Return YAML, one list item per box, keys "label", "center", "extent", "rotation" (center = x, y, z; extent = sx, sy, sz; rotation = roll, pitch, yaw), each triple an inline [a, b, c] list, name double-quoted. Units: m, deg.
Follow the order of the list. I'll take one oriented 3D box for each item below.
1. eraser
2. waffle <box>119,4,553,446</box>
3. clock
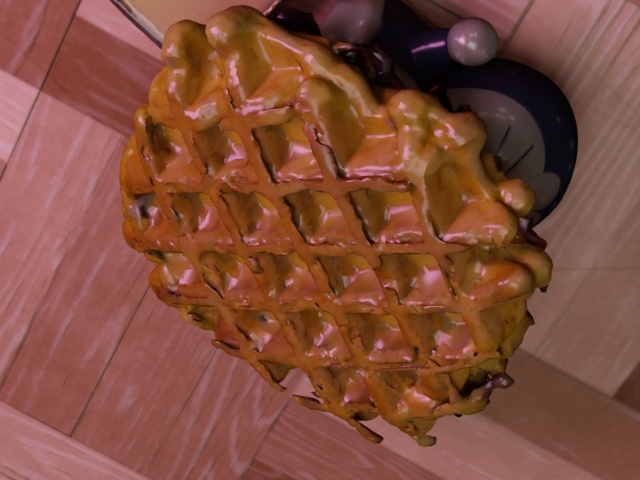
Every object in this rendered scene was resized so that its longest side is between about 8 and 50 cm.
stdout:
- label: "eraser"
  center: [-0.081, -0.228, 1.417]
  extent: [0.117, 0.058, 0.172]
  rotation: [41, 119, -10]
- label: "waffle"
  center: [0.000, 0.000, 1.394]
  extent: [0.380, 0.095, 0.382]
  rotation: [31, 141, 8]
- label: "clock"
  center: [0.094, -0.101, 1.398]
  extent: [0.243, 0.146, 0.199]
  rotation: [35, 131, -3]
